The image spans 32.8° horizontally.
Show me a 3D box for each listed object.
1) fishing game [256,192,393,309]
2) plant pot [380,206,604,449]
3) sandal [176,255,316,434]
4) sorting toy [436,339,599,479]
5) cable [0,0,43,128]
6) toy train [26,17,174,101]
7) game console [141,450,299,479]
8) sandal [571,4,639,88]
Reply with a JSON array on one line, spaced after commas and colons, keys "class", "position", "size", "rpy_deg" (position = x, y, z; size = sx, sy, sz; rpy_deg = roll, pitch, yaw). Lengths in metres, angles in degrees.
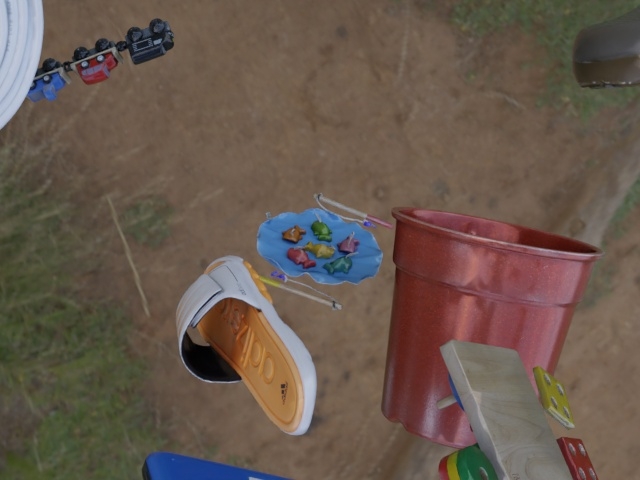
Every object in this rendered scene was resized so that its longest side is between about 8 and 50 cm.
[{"class": "fishing game", "position": [0.000, 0.000, 1.565], "size": [0.264, 0.189, 0.041], "rpy_deg": [-48, 156, -54]}, {"class": "plant pot", "position": [0.200, 0.114, 1.392], "size": [0.272, 0.272, 0.265], "rpy_deg": [5, 99, -33]}, {"class": "sandal", "position": [-0.084, 0.086, 0.985], "size": [0.076, 0.265, 0.102], "rpy_deg": [4, 108, -27]}, {"class": "sorting toy", "position": [0.145, 0.154, 0.888], "size": [0.046, 0.132, 0.274], "rpy_deg": [-31, 156, 25]}, {"class": "cable", "position": [-0.343, -0.170, 0.841], "size": [0.257, 0.089, 0.257], "rpy_deg": [44, 72, -42]}, {"class": "toy train", "position": [-0.210, -0.164, 1.014], "size": [0.158, 0.036, 0.027], "rpy_deg": [-20, 163, 2]}, {"class": "game console", "position": [-0.050, 0.366, 1.076], "size": [0.293, 0.250, 0.173], "rpy_deg": [19, 105, -25]}, {"class": "sandal", "position": [0.180, -0.123, 0.427], "size": [0.219, 0.090, 0.060], "rpy_deg": [-28, 102, -19]}]
